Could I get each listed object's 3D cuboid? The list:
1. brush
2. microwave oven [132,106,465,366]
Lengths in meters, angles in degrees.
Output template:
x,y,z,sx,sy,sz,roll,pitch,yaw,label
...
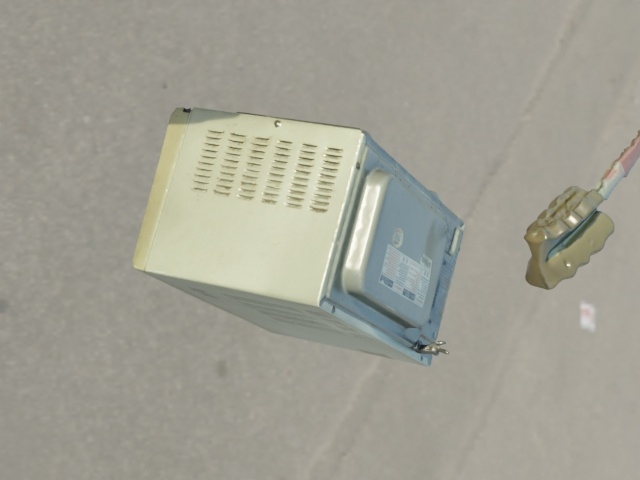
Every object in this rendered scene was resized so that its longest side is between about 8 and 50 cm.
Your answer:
x,y,z,sx,sy,sz,roll,pitch,yaw,label
0.336,-0.053,1.584,0.301,0.071,0.084,-43,134,-36,brush
0.000,0.000,1.042,0.240,0.194,0.145,34,65,-61,microwave oven
